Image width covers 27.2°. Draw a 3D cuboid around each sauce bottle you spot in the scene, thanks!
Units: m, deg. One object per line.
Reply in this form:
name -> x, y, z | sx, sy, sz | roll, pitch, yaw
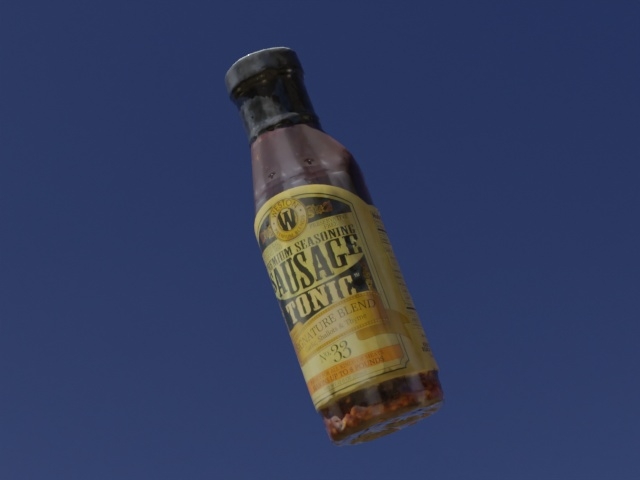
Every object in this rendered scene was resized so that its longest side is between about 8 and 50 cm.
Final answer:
sauce bottle -> 0.000, 0.000, 0.423 | 0.042, 0.128, 0.042 | -20, -16, -6
